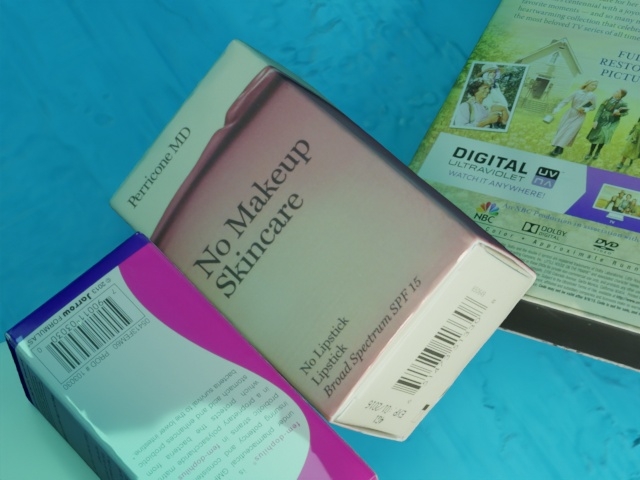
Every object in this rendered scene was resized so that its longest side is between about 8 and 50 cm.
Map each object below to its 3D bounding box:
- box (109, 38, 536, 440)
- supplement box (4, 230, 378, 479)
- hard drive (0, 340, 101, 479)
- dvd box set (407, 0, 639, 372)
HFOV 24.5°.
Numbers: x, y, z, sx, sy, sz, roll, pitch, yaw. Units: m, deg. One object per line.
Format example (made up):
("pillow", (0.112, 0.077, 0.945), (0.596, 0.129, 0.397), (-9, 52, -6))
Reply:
("box", (0.000, 0.000, 0.977), (0.232, 0.127, 0.149), (41, 97, 27))
("supplement box", (-0.080, 0.122, 0.921), (0.111, 0.114, 0.220), (-39, 71, -20))
("hard drive", (-0.201, 0.183, 0.973), (0.353, 0.047, 0.233), (-20, 67, -12))
("dvd box set", (0.255, -0.105, 1.071), (0.307, 0.062, 0.420), (16, 62, 28))
